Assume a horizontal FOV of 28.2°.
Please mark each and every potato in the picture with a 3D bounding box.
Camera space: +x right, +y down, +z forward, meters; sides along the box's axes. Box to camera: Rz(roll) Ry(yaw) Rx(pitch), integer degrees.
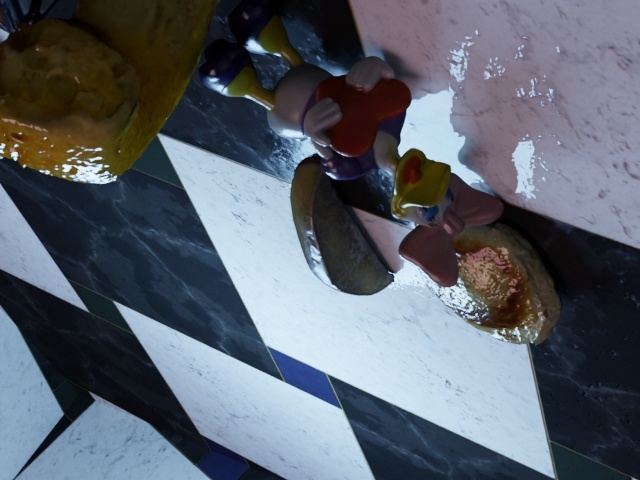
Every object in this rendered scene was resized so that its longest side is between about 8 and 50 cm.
[{"bbox_3d":[-0.002,0.000,1.886,0.120,0.100,0.261,12,146,43],"label":"potato"}]

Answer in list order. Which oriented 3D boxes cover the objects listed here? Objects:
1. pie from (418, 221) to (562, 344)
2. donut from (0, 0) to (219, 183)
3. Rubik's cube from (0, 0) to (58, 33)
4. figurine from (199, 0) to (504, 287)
[{"bbox_3d":[0.225,0.057,1.703,0.178,0.084,0.205,9,141,47],"label":"pie"},{"bbox_3d":[-0.199,-0.262,1.366,0.163,0.435,0.377,25,-164,1],"label":"donut"},{"bbox_3d":[-0.381,-0.425,1.431,0.246,0.248,0.250,29,157,18],"label":"Rubik's cube"},{"bbox_3d":[0.035,-0.125,1.543,0.421,0.154,0.193,36,162,3],"label":"figurine"}]
